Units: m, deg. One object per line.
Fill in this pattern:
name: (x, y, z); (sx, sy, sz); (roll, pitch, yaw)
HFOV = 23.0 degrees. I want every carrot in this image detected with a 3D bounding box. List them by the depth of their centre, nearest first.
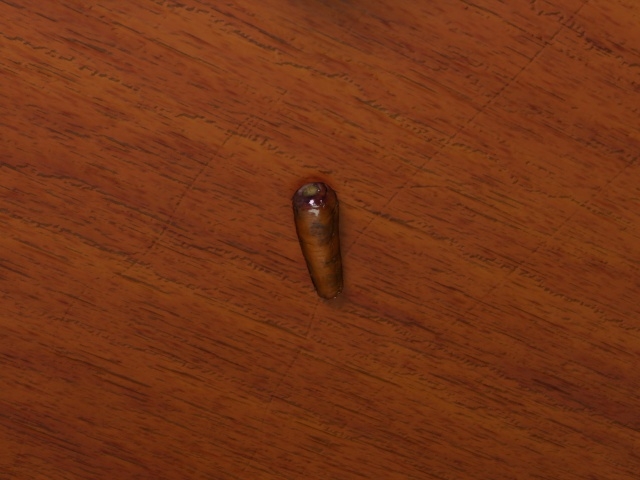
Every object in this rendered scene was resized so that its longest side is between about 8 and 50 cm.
carrot: (0.000, 0.000, 1.839); (0.055, 0.055, 0.161); (-9, 134, -1)
